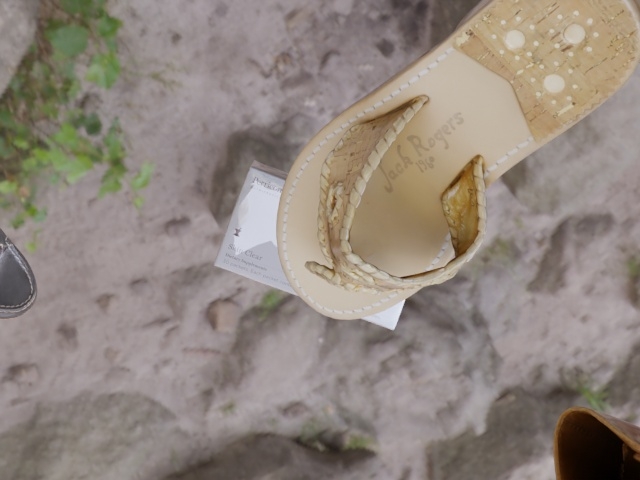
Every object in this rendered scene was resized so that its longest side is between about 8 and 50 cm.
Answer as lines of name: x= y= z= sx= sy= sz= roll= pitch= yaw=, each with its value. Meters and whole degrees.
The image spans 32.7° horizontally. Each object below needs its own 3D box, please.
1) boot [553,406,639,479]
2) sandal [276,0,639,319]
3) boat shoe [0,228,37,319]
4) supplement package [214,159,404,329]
boot: x=0.221 y=0.141 z=0.629 sx=0.211 sy=0.295 sz=0.104 roll=30 pitch=108 yaw=-14
sandal: x=0.035 y=-0.020 z=0.459 sx=0.240 sy=0.088 sz=0.079 roll=-45 pitch=-174 yaw=42
boat shoe: x=-0.449 y=-0.018 z=1.252 sx=0.335 sy=0.095 sz=0.112 roll=46 pitch=61 yaw=-28
supplement package: x=0.000 y=0.000 z=1.546 sx=0.261 sy=0.204 sz=0.145 roll=20 pitch=95 yaw=-4
